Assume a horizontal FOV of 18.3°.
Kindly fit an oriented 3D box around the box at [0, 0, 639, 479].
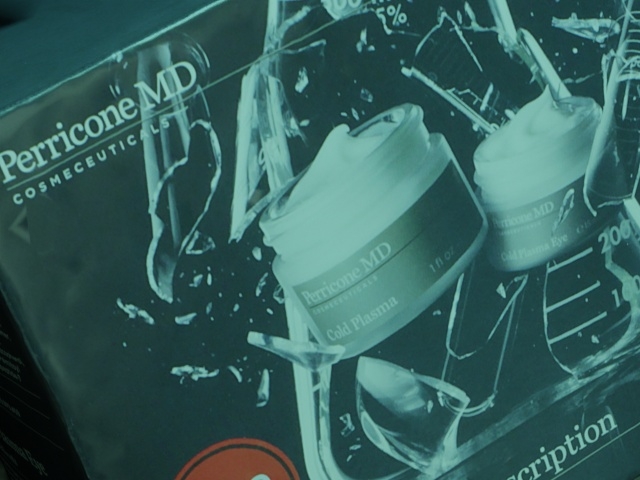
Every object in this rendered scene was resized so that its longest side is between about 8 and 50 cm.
[{"bbox_3d":[0.000,0.000,0.932,0.343,0.179,0.312,-30,114,-20],"label":"box"}]
